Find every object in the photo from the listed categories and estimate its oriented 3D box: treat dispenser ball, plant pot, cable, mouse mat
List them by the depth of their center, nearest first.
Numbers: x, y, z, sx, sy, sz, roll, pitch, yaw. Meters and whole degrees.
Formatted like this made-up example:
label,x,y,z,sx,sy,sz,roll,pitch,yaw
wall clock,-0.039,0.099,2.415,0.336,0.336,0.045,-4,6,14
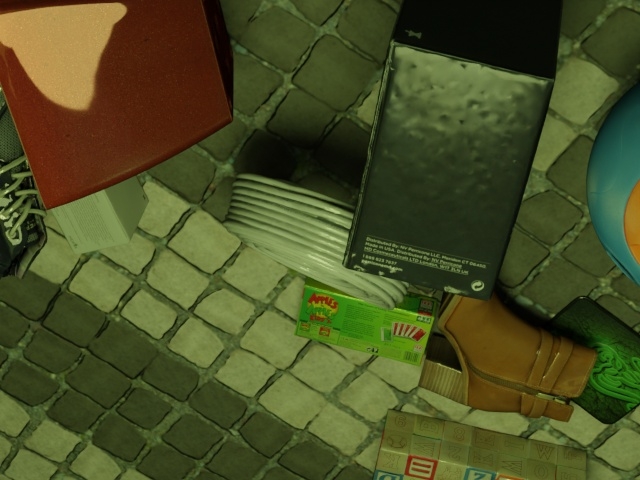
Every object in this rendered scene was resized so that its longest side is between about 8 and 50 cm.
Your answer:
label,x,y,z,sx,sy,sz,roll,pitch,yaw
treat dispenser ball,0.444,-0.065,1.575,0.288,0.288,0.288,6,126,8
plant pot,-0.233,-0.231,1.640,0.235,0.267,0.267,-11,123,3
cable,0.000,0.000,1.760,0.257,0.257,0.089,22,84,18
mouse mat,0.380,0.168,1.930,0.189,0.007,0.152,34,125,-14

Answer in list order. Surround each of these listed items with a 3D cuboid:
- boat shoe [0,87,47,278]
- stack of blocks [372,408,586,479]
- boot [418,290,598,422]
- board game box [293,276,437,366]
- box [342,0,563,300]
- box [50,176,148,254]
label,x,y,z,sx,sy,sz,roll,pitch,yaw
boat shoe,-0.403,-0.080,1.825,0.158,0.127,0.340,45,135,12
stack of blocks,0.224,0.366,2.053,0.297,0.087,0.171,11,127,4
boot,0.260,0.131,1.860,0.220,0.109,0.283,15,128,5
board game box,0.061,0.106,1.932,0.181,0.043,0.092,14,126,2
box,0.155,-0.144,1.576,0.182,0.296,0.294,13,127,4
box,-0.295,-0.054,1.859,0.087,0.101,0.102,-11,122,19
